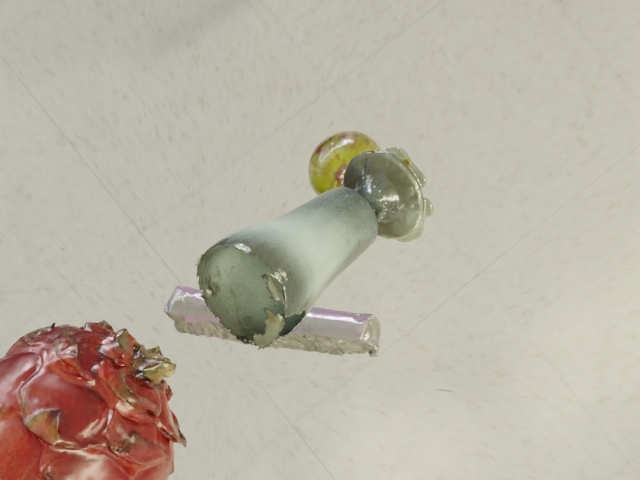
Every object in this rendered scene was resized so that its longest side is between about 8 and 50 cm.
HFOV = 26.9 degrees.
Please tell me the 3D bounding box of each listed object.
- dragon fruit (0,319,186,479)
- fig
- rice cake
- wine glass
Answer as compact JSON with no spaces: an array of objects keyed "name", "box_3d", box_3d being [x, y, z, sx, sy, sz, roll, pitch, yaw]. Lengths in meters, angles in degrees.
[{"name":"dragon fruit","box_3d":[-0.313,0.258,1.635,0.277,0.277,0.342,38,82,0]},{"name":"fig","box_3d":[0.018,-0.083,1.540,0.093,0.166,0.093,-3,99,-18]},{"name":"rice cake","box_3d":[-0.055,0.092,1.520,0.270,0.049,0.055,7,52,26]},{"name":"wine glass","box_3d":[0.000,0.000,0.819,0.155,0.072,0.072,-35,87,-43]}]
